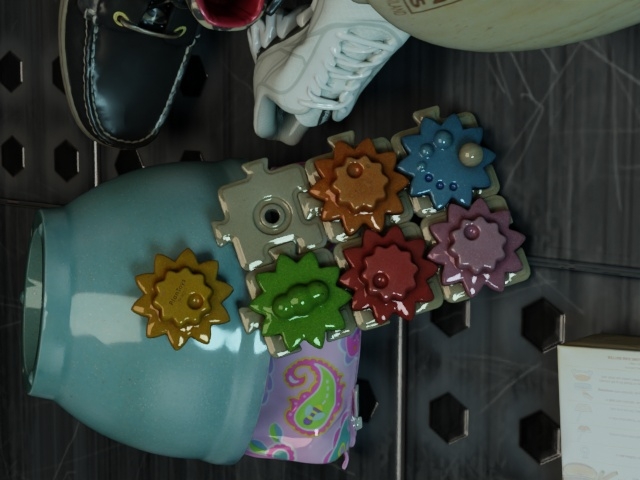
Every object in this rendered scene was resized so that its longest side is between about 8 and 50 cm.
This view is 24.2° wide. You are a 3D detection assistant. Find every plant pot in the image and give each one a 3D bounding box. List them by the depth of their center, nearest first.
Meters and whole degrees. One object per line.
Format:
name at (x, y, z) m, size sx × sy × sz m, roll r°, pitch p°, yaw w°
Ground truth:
plant pot at (-0.175, 0.062, 1.396) m, size 0.293 × 0.196 × 0.293 m, roll -177°, pitch 90°, yaw -73°

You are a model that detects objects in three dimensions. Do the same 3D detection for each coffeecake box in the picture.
coffeecake box at (0.268, 0.173, 1.184) m, size 0.142 × 0.068 × 0.185 m, roll 1°, pitch 96°, yaw 40°

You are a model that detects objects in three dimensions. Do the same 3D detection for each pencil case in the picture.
pencil case at (-0.008, 0.071, 1.389) m, size 0.124 × 0.124 × 0.284 m, roll 19°, pitch 109°, yaw 39°

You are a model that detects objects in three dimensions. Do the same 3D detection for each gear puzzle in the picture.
gear puzzle at (0.000, 0.000, 1.264) m, size 0.044 × 0.339 × 0.175 m, roll 105°, pitch 147°, yaw -79°

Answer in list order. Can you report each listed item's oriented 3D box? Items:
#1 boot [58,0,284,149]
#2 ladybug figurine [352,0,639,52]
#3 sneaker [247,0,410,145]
boot at (-0.133, -0.240, 1.383) m, size 0.284 × 0.138 × 0.377 m, roll 41°, pitch 117°, yaw 61°
ladybug figurine at (0.202, -0.302, 1.029) m, size 0.449 × 0.305 × 0.162 m, roll -27°, pitch 43°, yaw 10°
sneaker at (0.020, -0.165, 1.283) m, size 0.292 × 0.110 × 0.118 m, roll -30°, pitch 46°, yaw 62°
